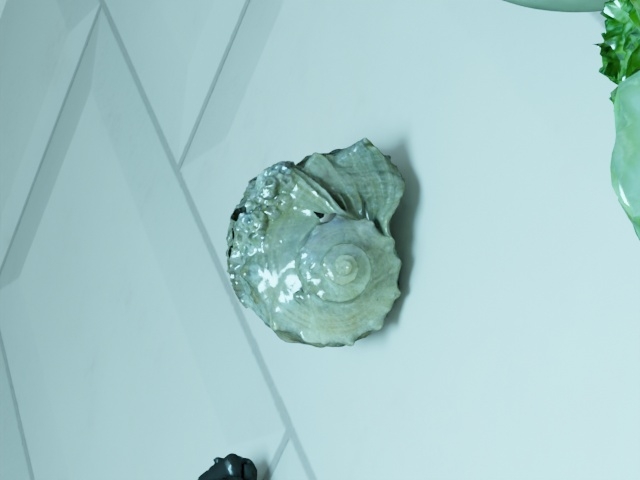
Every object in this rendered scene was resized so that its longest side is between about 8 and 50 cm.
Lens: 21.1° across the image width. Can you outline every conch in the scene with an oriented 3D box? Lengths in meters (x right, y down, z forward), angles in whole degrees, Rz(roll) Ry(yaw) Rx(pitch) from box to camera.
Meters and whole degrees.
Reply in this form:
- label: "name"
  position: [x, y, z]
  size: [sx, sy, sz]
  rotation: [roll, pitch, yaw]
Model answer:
- label: "conch"
  position: [0.000, 0.000, 1.500]
  size: [0.178, 0.163, 0.245]
  rotation: [-45, 6, -7]

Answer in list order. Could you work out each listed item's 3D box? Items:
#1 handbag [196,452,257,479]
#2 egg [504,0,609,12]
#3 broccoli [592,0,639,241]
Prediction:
- label: "handbag"
  position: [-0.117, 0.362, 1.566]
  size: [0.257, 0.113, 0.285]
  rotation: [-49, 36, 33]
- label: "egg"
  position: [0.161, -0.283, 1.099]
  size: [0.278, 0.278, 0.336]
  rotation: [-64, 33, 24]
- label: "broccoli"
  position: [0.255, -0.056, 0.828]
  size: [0.308, 0.275, 0.307]
  rotation: [-1, 89, 39]
